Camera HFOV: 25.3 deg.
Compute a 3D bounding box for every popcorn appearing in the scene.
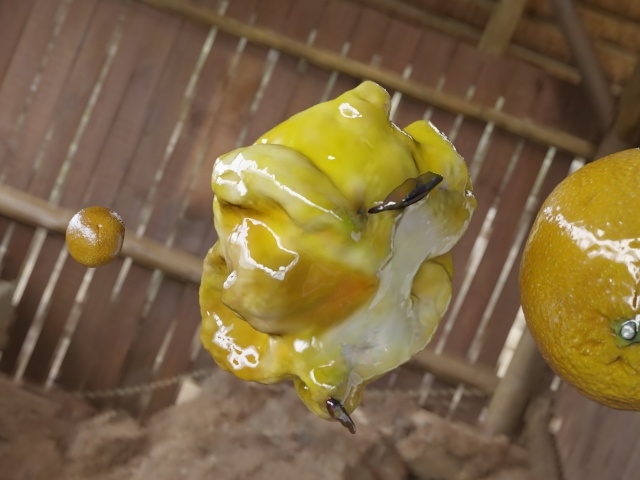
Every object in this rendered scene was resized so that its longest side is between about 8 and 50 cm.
[{"bbox_3d":[0.000,0.000,1.380,0.297,0.316,0.281,36,4,-46],"label":"popcorn"}]

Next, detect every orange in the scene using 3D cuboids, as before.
[{"bbox_3d":[0.307,0.038,1.316,0.264,0.264,0.264,23,2,-1],"label":"orange"},{"bbox_3d":[-0.283,-0.004,1.806,0.085,0.085,0.085,23,2,-1],"label":"orange"}]
